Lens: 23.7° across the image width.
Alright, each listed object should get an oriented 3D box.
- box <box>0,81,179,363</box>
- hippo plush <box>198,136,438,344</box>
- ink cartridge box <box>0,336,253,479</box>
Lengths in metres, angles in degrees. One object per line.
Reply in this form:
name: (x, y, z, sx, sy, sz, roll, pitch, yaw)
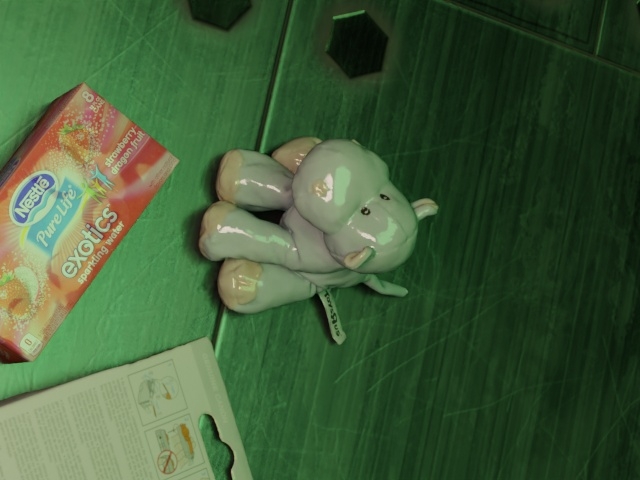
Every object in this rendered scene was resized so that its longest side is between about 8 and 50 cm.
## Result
box: (-0.323, -0.018, 1.778, 0.154, 0.142, 0.300, 40, 71, -15)
hippo plush: (0.000, 0.000, 1.872, 0.234, 0.236, 0.294, -36, 100, -23)
ink cartridge box: (-0.258, 0.313, 1.830, 0.385, 0.091, 0.308, -18, 92, -42)
